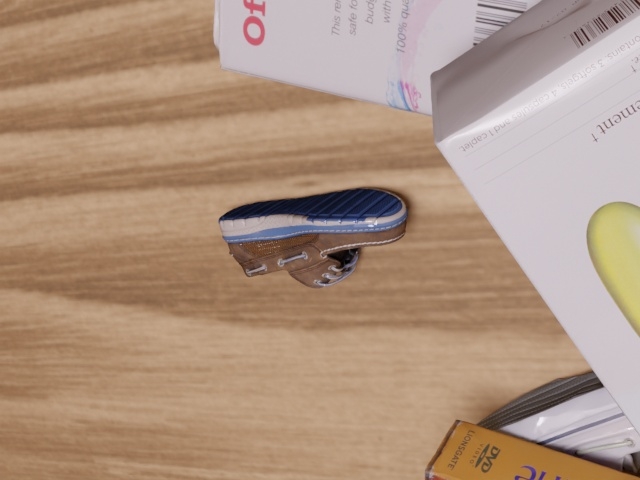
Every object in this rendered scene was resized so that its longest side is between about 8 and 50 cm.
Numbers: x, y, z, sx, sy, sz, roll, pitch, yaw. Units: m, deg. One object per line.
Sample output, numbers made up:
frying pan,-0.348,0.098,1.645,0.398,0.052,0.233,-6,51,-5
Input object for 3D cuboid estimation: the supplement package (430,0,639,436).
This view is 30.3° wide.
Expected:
supplement package,0.192,-0.041,0.607,0.194,0.149,0.203,-33,106,16

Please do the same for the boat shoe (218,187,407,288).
boat shoe,0.000,0.000,0.948,0.183,0.066,0.066,-1,113,44

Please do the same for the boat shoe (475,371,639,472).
boat shoe,0.205,0.136,0.848,0.226,0.083,0.076,-28,91,37

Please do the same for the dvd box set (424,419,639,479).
dvd box set,0.281,0.308,0.829,0.420,0.062,0.308,15,134,27

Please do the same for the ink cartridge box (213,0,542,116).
ink cartridge box,0.093,-0.201,0.760,0.306,0.131,0.226,18,118,27
